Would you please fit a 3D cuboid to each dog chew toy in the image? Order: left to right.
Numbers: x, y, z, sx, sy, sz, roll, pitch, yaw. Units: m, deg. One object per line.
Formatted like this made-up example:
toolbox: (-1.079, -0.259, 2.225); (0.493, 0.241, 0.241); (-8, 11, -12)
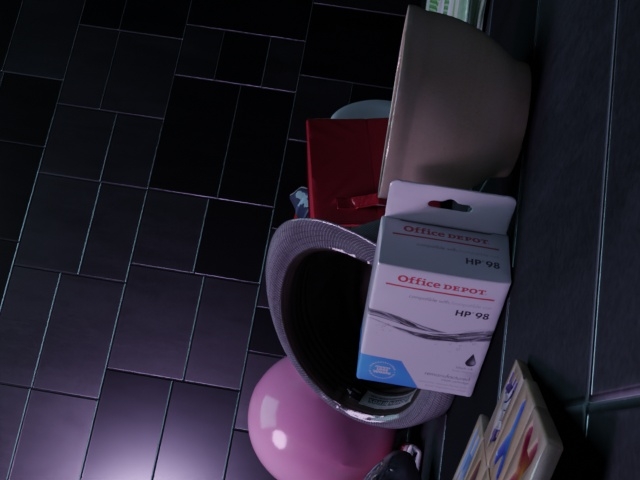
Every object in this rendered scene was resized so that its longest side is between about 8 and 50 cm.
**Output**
dog chew toy: (0.041, 0.175, 1.043); (0.332, 0.206, 0.206); (-62, 1, 10)

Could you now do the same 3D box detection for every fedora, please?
fedora: (0.064, 0.070, 0.838); (0.124, 0.243, 0.275); (-39, -42, -40)

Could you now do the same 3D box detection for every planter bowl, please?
planter bowl: (0.114, -0.107, 0.653); (0.162, 0.109, 0.162); (10, -90, -87)

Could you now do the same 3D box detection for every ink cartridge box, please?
ink cartridge box: (0.091, 0.044, 0.633); (0.060, 0.104, 0.180); (-78, -5, -48)

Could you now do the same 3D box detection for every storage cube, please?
storage cube: (0.071, -0.054, 1.163); (0.215, 0.183, 0.193); (89, 177, -60)

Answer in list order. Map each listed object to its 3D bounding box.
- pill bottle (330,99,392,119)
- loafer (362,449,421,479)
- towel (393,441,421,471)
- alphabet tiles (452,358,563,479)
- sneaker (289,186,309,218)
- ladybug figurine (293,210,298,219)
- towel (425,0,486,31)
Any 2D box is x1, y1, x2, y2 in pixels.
pill bottle: (0.103, -0.077, 1.457); (0.188, 0.188, 0.334); (-77, -9, -54)
loafer: (0.041, 0.367, 0.884); (0.095, 0.109, 0.302); (-67, 3, -64)
towel: (0.093, 0.399, 1.070); (0.329, 0.037, 0.237); (95, -174, -75)
alphabet tiles: (0.054, 0.239, 0.433); (0.285, 0.011, 0.343); (-22, -47, -80)
sneaker: (0.002, -0.001, 1.387); (0.226, 0.086, 0.163); (102, 149, -50)
ladybug figurine: (0.049, 0.031, 1.716); (0.305, 0.162, 0.449); (-25, -60, -39)
towel: (0.187, -0.269, 1.146); (0.325, 0.038, 0.248); (-107, 24, -80)
